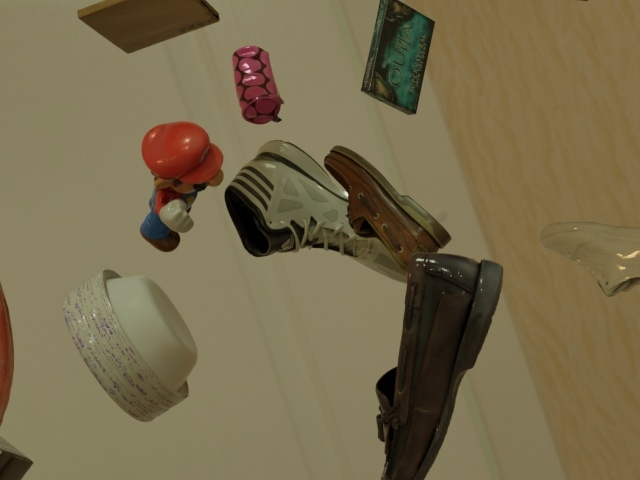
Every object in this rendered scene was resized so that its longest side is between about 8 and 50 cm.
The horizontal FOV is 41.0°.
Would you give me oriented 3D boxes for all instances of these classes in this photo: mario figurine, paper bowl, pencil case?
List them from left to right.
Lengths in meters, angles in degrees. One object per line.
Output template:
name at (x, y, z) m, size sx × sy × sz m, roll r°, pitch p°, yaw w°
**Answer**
paper bowl at (-0.334, 0.180, 1.582) m, size 0.148 × 0.284 × 0.284 m, roll -32°, pitch -1°, yaw -2°
mario figurine at (-0.238, -0.091, 1.556) m, size 0.170 × 0.198 × 0.320 m, roll -16°, pitch -19°, yaw -24°
pencil case at (-0.145, -0.360, 1.956) m, size 0.098 × 0.209 × 0.095 m, roll -32°, pitch -40°, yaw 20°

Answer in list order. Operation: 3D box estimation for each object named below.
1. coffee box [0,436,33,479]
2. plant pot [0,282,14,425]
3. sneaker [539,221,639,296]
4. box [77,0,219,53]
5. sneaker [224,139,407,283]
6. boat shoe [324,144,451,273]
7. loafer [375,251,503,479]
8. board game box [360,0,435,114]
coffee box at (-0.597, 0.302, 1.243) m, size 0.168 × 0.297 × 0.119 m, roll -54°, pitch -15°, yaw -15°
plant pot at (-0.348, 0.074, 0.419) m, size 0.265 × 0.272 × 0.272 m, roll -35°, pitch -6°, yaw 17°
sneaker at (0.373, 0.026, 1.126) m, size 0.080 × 0.094 × 0.212 m, roll 8°, pitch -1°, yaw -37°
box at (-0.307, -0.406, 1.542) m, size 0.201 × 0.021 × 0.164 m, roll -14°, pitch -16°, yaw 17°
sneaker at (-0.001, 0.000, 1.712) m, size 0.257 × 0.447 × 0.169 m, roll -50°, pitch -11°, yaw -44°
boat shoe at (0.089, -0.060, 1.514) m, size 0.104 × 0.307 × 0.111 m, roll -46°, pitch -38°, yaw -1°
loafer at (0.102, 0.138, 0.897) m, size 0.095 × 0.303 × 0.109 m, roll 18°, pitch 31°, yaw 4°
board game box at (0.144, -0.340, 1.575) m, size 0.126 × 0.186 × 0.026 m, roll 18°, pitch -10°, yaw -37°
